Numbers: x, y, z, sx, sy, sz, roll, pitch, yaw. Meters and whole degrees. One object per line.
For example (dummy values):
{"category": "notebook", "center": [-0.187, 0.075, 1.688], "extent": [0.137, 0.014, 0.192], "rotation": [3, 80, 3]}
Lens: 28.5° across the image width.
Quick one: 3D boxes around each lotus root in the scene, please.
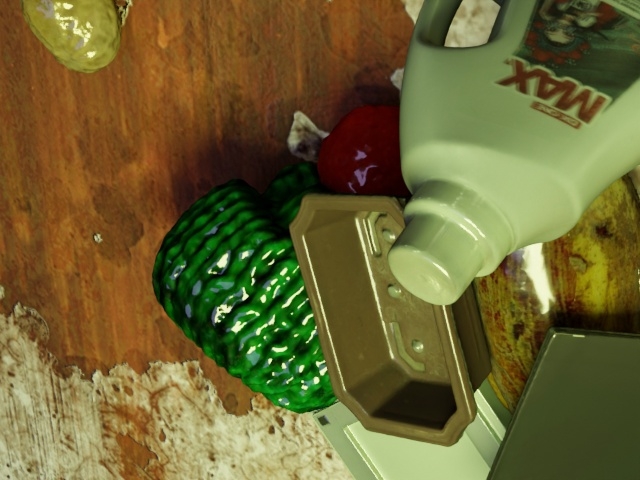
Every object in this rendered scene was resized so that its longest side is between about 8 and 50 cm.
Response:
{"category": "lotus root", "center": [0.219, 0.034, 1.224], "extent": [0.196, 0.179, 0.397], "rotation": [27, 133, 58]}

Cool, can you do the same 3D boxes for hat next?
{"category": "hat", "center": [0.000, 0.000, 1.356], "extent": [0.332, 0.242, 0.274], "rotation": [-51, 59, 7]}

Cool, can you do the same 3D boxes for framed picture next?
{"category": "framed picture", "center": [0.333, 0.195, 1.209], "extent": [0.339, 0.014, 0.255], "rotation": [5, 124, -15]}

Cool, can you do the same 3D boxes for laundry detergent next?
{"category": "laundry detergent", "center": [0.170, -0.118, 1.051], "extent": [0.264, 0.398, 0.124], "rotation": [30, 152, 16]}

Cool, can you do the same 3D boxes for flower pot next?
{"category": "flower pot", "center": [0.079, 0.060, 1.183], "extent": [0.179, 0.084, 0.250], "rotation": [4, 114, 46]}

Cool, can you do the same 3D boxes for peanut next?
{"category": "peanut", "center": [-0.303, -0.300, 1.451], "extent": [0.095, 0.108, 0.225], "rotation": [-11, 104, 41]}

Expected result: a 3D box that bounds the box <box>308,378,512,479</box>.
{"category": "box", "center": [0.140, 0.219, 1.411], "extent": [0.225, 0.117, 0.225], "rotation": [-32, 93, 38]}
